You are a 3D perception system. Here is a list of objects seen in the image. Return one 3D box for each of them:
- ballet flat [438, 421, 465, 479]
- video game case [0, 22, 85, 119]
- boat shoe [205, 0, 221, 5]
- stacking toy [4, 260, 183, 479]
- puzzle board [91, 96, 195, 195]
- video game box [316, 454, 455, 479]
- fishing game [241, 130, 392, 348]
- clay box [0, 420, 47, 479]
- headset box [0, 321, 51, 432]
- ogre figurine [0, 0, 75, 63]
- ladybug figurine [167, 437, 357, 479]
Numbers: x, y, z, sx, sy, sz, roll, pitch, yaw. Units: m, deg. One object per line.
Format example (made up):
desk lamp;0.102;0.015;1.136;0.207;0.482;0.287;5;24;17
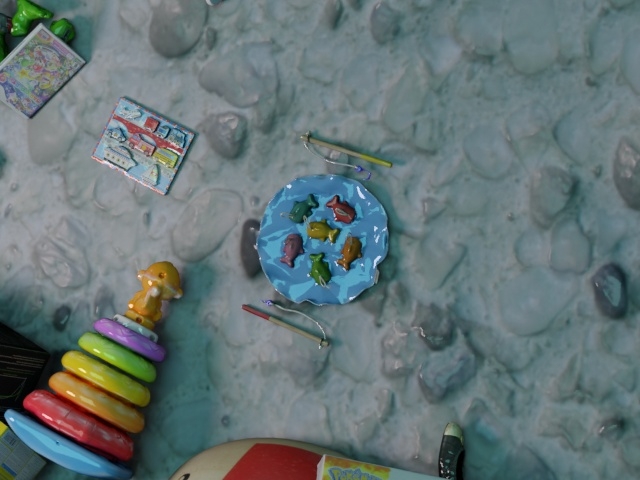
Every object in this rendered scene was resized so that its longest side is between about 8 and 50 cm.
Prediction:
ballet flat;0.177;0.314;1.752;0.049;0.057;0.173;-12;65;21
video game case;-0.405;-0.238;1.966;0.122;0.087;0.011;-43;37;8
boat shoe;-0.151;-0.375;1.932;0.035;0.035;0.100;4;90;43
stacking toy;-0.275;0.162;1.868;0.175;0.166;0.302;26;81;6
puzzle board;-0.250;-0.133;1.946;0.128;0.011;0.096;27;92;17
video game box;0.086;0.365;1.651;0.205;0.048;0.187;12;58;-6
fishing game;0.000;0.000;1.851;0.189;0.041;0.264;24;92;19
clay box;-0.472;0.344;1.828;0.053;0.127;0.222;31;72;30
headset box;-0.549;0.222;1.913;0.246;0.131;0.283;28;93;29
ogre figurine;-0.460;-0.298;1.976;0.197;0.097;0.118;20;103;-28
ladybug figurine;-0.024;0.420;1.756;0.449;0.162;0.305;20;90;16
